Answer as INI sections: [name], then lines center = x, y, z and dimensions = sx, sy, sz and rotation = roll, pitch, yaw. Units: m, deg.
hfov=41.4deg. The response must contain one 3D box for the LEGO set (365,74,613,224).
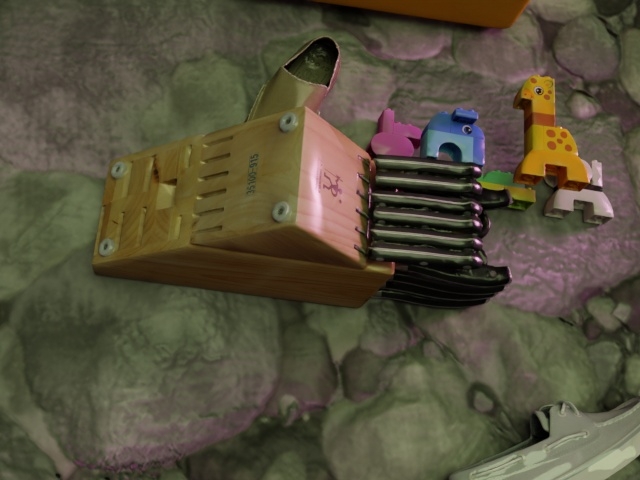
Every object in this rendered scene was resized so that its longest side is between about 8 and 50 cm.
[LEGO set]
center = 0.149, -0.086, 0.704
dimensions = 0.227, 0.087, 0.093
rotation = 9, 69, -10

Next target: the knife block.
[knife block]
center = 0.000, 0.000, 0.656
dimensions = 0.275, 0.242, 0.088
rotation = -10, 64, 33

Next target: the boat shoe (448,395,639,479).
[boat shoe]
center = 0.180, 0.156, 0.641
dimensions = 0.184, 0.066, 0.063
rotation = -27, 79, -9

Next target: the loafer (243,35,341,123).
[loafer]
center = -0.026, -0.114, 0.695
dimensions = 0.056, 0.050, 0.148
rotation = 24, 63, 1

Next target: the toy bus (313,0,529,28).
[toy bus]
center = 0.022, -0.281, 0.738
dimensions = 0.332, 0.108, 0.130
rotation = 6, 71, -10
